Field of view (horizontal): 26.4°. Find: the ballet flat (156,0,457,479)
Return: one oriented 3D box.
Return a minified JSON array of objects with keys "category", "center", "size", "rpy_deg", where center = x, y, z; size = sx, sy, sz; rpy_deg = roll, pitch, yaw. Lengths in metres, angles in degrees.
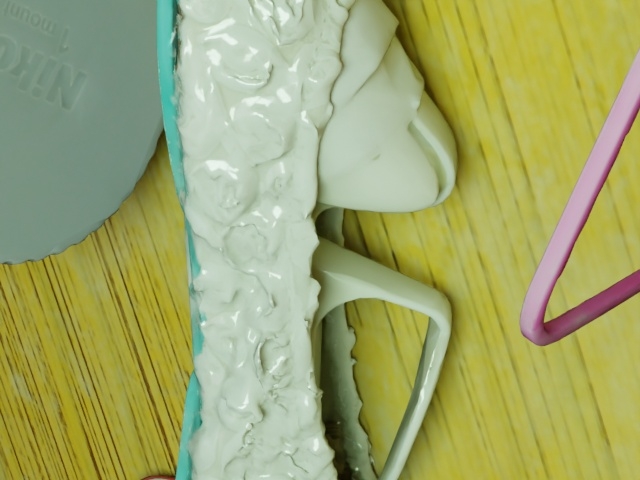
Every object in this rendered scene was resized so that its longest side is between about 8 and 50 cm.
[{"category":"ballet flat","center":[0.000,0.000,0.650],"size":[0.147,0.147,0.408],"rpy_deg":[21,122,33]}]

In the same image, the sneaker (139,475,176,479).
[{"category":"sneaker","center":[-0.068,0.232,0.772],"size":[0.221,0.128,0.087],"rpy_deg":[37,126,24]}]

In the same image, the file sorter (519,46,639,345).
[{"category":"file sorter","center":[0.236,0.016,0.394],"size":[0.291,0.182,0.202],"rpy_deg":[36,126,25]}]

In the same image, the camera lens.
[{"category":"camera lens","center":[-0.244,-0.107,0.731],"size":[0.274,0.219,0.219],"rpy_deg":[11,113,37]}]
